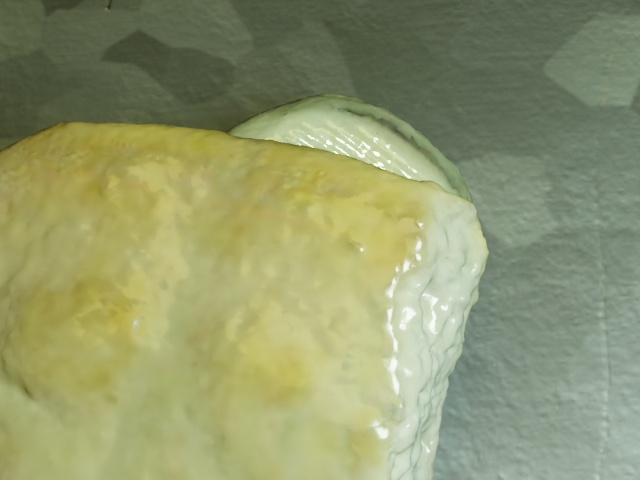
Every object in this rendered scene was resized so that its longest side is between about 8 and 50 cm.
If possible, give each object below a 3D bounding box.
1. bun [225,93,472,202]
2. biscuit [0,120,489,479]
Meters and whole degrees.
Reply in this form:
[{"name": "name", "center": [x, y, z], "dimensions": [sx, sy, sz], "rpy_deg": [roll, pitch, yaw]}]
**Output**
[{"name": "bun", "center": [0.000, 0.000, 1.153], "dimensions": [0.222, 0.127, 0.222], "rpy_deg": [1, 84, -6]}, {"name": "biscuit", "center": [-0.116, 0.125, 1.046], "dimensions": [0.446, 0.104, 0.429], "rpy_deg": [19, 96, 16]}]
